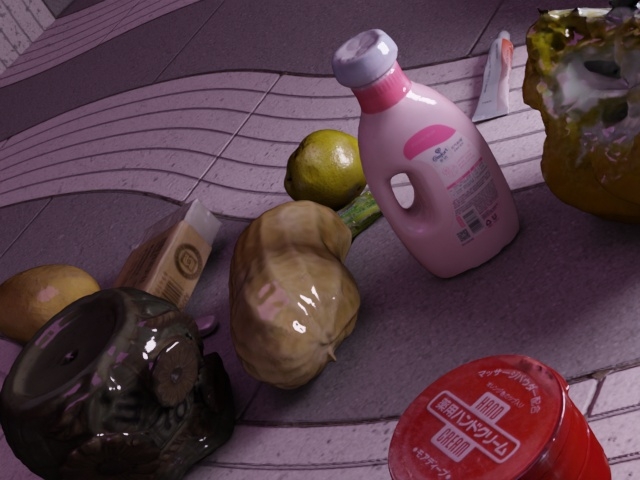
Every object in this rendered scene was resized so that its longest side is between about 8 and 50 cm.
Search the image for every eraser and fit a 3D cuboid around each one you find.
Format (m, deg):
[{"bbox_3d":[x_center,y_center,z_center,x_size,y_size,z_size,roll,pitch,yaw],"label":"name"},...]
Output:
[{"bbox_3d":[-0.270,0.083,1.799,0.144,0.078,0.343,-28,27,35],"label":"eraser"}]

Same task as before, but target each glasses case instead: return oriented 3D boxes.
[{"bbox_3d":[-0.191,0.135,1.713,0.083,0.021,0.032,-23,33,22],"label":"glasses case"}]

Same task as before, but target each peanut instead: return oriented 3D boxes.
[{"bbox_3d":[-0.043,0.058,1.523,0.174,0.158,0.340,-32,35,14],"label":"peanut"}]

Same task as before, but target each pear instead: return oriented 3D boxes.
[{"bbox_3d":[0.019,-0.098,1.749,0.141,0.141,0.104,-40,54,-9],"label":"pear"}]

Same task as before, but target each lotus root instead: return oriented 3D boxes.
[{"bbox_3d":[-0.461,0.108,1.922,0.303,0.131,0.146,-1,44,45],"label":"lotus root"}]

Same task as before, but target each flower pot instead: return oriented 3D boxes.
[{"bbox_3d":[-0.258,0.210,1.472,0.301,0.213,0.302,-26,30,17],"label":"flower pot"}]

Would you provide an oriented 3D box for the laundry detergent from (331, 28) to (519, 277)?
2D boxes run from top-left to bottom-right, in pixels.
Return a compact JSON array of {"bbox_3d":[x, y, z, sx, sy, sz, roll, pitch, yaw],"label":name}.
[{"bbox_3d":[0.123,-0.108,1.423,0.159,0.335,0.088,-34,29,2],"label":"laundry detergent"}]

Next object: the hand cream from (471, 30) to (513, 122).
[{"bbox_3d":[0.282,-0.263,1.811,0.052,0.038,0.216,-42,24,44],"label":"hand cream"}]

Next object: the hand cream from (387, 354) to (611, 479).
[{"bbox_3d":[0.174,0.217,1.101,0.193,0.125,0.193,-25,31,16],"label":"hand cream"}]

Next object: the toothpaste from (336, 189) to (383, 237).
[{"bbox_3d":[0.000,0.000,1.696,0.248,0.047,0.078,-36,30,-5],"label":"toothpaste"}]

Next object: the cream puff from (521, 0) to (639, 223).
[{"bbox_3d":[0.400,-0.155,1.353,0.274,0.270,0.323,-11,15,-34],"label":"cream puff"}]
